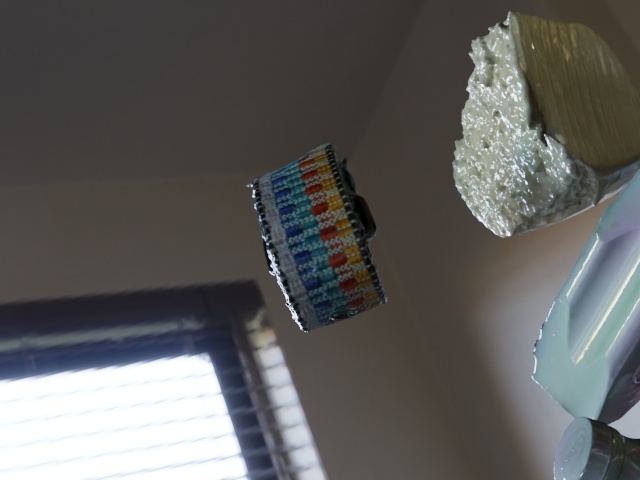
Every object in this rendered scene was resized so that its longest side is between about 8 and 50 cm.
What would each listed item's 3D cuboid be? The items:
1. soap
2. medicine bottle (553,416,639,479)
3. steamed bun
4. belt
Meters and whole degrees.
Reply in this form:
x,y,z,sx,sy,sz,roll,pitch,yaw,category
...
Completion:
x,y,z,sx,sy,sz,roll,pitch,yaw,category
0.349,0.042,1.249,0.193,0.109,0.323,-11,-45,-44,soap
0.316,0.218,1.038,0.217,0.090,0.090,20,-42,-10,medicine bottle
0.318,-0.157,1.747,0.274,0.290,0.272,-2,-22,-31,steamed bun
0.000,0.000,1.559,0.150,0.257,0.207,-19,-61,2,belt
